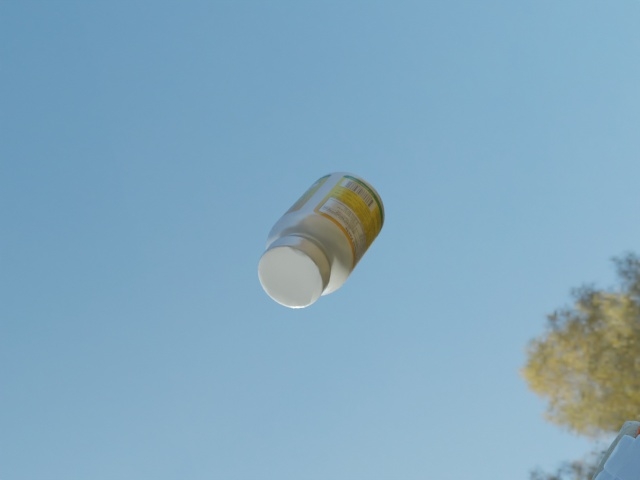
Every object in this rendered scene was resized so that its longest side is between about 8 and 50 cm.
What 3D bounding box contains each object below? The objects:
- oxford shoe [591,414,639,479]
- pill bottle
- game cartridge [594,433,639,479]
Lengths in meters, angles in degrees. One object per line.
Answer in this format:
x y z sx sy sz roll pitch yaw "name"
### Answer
0.343 0.216 0.909 0.140 0.397 0.147 -5 -123 -42 "oxford shoe"
0.000 0.000 1.276 0.208 0.117 0.118 -51 -51 -57 "pill bottle"
0.183 0.234 0.612 0.230 0.068 0.355 -53 -11 0 "game cartridge"
